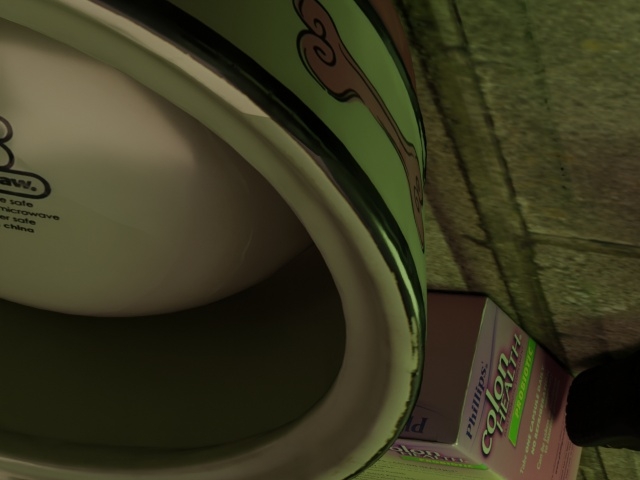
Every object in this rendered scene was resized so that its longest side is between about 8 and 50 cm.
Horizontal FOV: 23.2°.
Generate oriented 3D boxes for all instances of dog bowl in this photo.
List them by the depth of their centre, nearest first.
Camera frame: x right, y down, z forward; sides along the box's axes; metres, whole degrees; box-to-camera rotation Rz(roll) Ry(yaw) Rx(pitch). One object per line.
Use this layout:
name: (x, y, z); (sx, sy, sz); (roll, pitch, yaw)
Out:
dog bowl: (-0.138, -0.041, 0.693); (0.408, 0.150, 0.408); (12, 144, 9)

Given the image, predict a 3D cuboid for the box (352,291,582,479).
box: (0.072, 0.131, 1.258); (0.214, 0.117, 0.243); (3, 160, 31)

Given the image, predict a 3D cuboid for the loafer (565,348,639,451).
loafer: (0.264, 0.117, 1.155); (0.078, 0.080, 0.220); (10, 170, -19)
